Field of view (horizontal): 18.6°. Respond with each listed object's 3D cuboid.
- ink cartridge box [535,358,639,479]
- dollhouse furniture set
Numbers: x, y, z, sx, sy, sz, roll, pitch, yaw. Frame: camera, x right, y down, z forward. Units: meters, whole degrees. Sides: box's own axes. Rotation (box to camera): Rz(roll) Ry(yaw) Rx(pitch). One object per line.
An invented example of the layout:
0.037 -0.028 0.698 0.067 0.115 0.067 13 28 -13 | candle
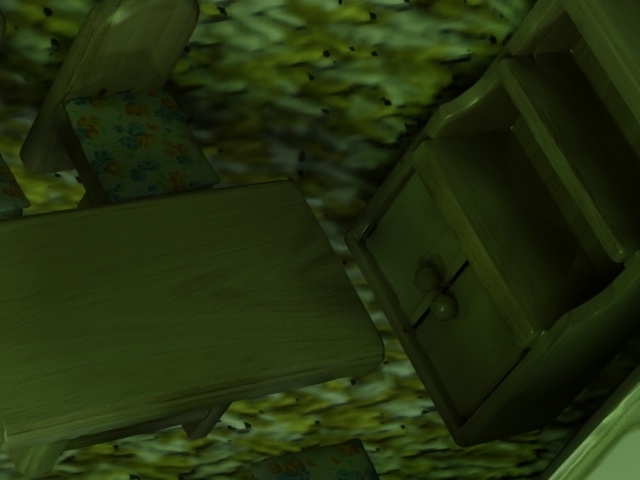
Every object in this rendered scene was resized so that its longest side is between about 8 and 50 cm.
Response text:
0.148 0.125 0.659 0.171 0.233 0.168 41 102 9 | ink cartridge box
0.000 0.000 0.620 0.242 0.212 0.161 -9 149 -36 | dollhouse furniture set
